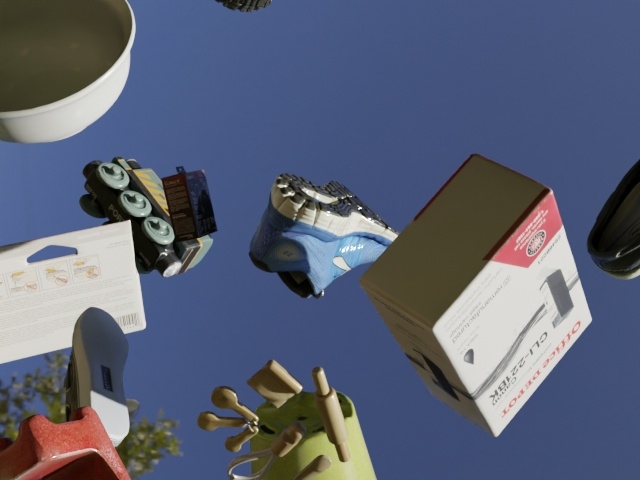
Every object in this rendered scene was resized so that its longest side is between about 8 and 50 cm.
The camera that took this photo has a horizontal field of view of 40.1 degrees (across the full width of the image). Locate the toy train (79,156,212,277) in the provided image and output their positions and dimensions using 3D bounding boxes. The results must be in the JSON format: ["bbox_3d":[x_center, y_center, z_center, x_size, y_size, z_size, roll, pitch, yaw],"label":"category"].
[{"bbox_3d":[-0.393,-0.055,1.963,0.334,0.190,0.142,48,-59,19],"label":"toy train"}]

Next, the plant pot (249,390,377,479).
[{"bbox_3d":[-0.015,0.405,1.511,0.276,0.276,0.254,5,-68,39],"label":"plant pot"}]

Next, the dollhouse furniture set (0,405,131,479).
[{"bbox_3d":[-0.221,0.250,0.639,0.152,0.201,0.374,63,-29,17],"label":"dollhouse furniture set"}]

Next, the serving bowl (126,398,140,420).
[{"bbox_3d":[-0.351,0.298,1.501,0.083,0.083,0.027,5,-78,39],"label":"serving bowl"}]

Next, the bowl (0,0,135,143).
[{"bbox_3d":[-0.392,-0.231,1.220,0.297,0.134,0.298,-2,-129,2],"label":"bowl"}]

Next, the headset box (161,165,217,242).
[{"bbox_3d":[-0.150,-0.044,1.000,0.032,0.062,0.083,-12,-84,14],"label":"headset box"}]

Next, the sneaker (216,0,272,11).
[{"bbox_3d":[-0.153,-0.422,1.269,0.083,0.221,0.087,-36,-158,44],"label":"sneaker"}]

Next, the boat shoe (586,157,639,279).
[{"bbox_3d":[0.520,-0.091,1.306,0.340,0.113,0.127,-49,-132,21],"label":"boat shoe"}]

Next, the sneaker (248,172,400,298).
[{"bbox_3d":[0.000,0.000,1.255,0.130,0.330,0.147,43,-74,27],"label":"sneaker"}]

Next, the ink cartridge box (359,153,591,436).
[{"bbox_3d":[0.187,0.071,0.993,0.197,0.273,0.114,-47,-131,-12],"label":"ink cartridge box"}]

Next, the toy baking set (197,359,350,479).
[{"bbox_3d":[-0.057,0.270,1.216,0.196,0.256,0.030,-15,-152,12],"label":"toy baking set"}]

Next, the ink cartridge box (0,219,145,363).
[{"bbox_3d":[-0.485,0.084,1.615,0.066,0.296,0.261,-126,-150,-49],"label":"ink cartridge box"}]

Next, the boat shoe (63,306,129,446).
[{"bbox_3d":[-0.288,0.180,1.101,0.076,0.080,0.229,-42,-139,17],"label":"boat shoe"}]
